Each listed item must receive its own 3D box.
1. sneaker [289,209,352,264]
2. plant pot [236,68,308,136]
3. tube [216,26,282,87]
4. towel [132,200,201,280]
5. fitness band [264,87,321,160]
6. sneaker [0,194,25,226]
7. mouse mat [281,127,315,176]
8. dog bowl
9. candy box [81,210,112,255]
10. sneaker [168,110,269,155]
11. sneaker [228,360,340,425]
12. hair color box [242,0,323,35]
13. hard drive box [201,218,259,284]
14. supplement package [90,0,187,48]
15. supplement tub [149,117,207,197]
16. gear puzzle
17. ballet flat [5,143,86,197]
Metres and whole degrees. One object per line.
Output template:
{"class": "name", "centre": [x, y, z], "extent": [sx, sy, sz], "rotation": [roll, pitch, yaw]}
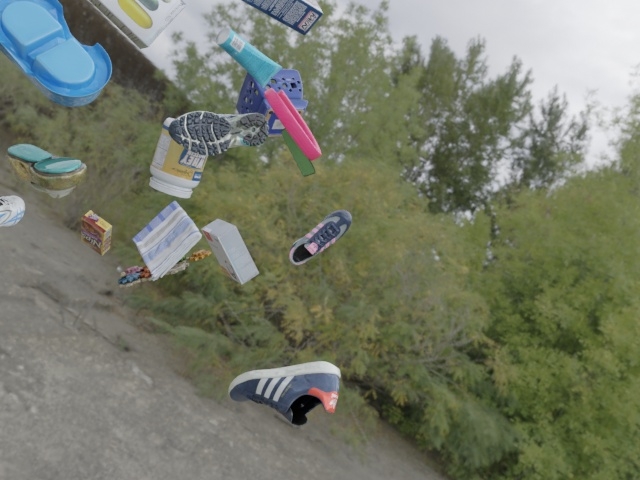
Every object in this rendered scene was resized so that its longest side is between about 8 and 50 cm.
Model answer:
{"class": "sneaker", "centre": [0.000, 0.000, 2.342], "extent": [0.112, 0.319, 0.131], "rotation": [46, 23, -12]}
{"class": "plant pot", "centre": [-0.195, -0.562, 2.381], "extent": [0.236, 0.236, 0.212], "rotation": [-6, 59, -29]}
{"class": "tube", "centre": [-0.196, -0.502, 1.564], "extent": [0.207, 0.080, 0.052], "rotation": [30, 24, -49]}
{"class": "towel", "centre": [-0.508, -0.009, 1.864], "extent": [0.034, 0.209, 0.285], "rotation": [48, -4, -40]}
{"class": "fitness band", "centre": [-0.091, -0.393, 1.919], "extent": [0.291, 0.054, 0.209], "rotation": [49, 14, -41]}
{"class": "sneaker", "centre": [-0.821, -0.078, 1.447], "extent": [0.085, 0.086, 0.237], "rotation": [32, 16, -8]}
{"class": "mouse mat", "centre": [-0.080, -0.318, 2.032], "extent": [0.189, 0.007, 0.152], "rotation": [62, -16, -10]}
{"class": "dog bowl", "centre": [-0.600, -0.421, 1.259], "extent": [0.297, 0.166, 0.074], "rotation": [46, -31, -3]}
{"class": "candy box", "centre": [-0.892, -0.027, 2.267], "extent": [0.109, 0.053, 0.186], "rotation": [36, -35, 1]}
{"class": "sneaker", "centre": [-0.276, -0.279, 1.484], "extent": [0.283, 0.110, 0.122], "rotation": [-10, 15, -43]}
{"class": "sneaker", "centre": [-0.109, 0.433, 1.554], "extent": [0.350, 0.148, 0.131], "rotation": [-18, -34, 27]}
{"class": "hair color box", "centre": [-0.166, -0.802, 1.798], "extent": [0.347, 0.105, 0.174], "rotation": [11, 47, -47]}
{"class": "hard drive box", "centre": [-0.366, 0.042, 2.303], "extent": [0.181, 0.089, 0.232], "rotation": [19, -43, 56]}
{"class": "supplement package", "centre": [-0.619, -0.802, 1.877], "extent": [0.263, 0.199, 0.198], "rotation": [43, -5, -29]}
{"class": "supplement tub", "centre": [-0.402, -0.235, 1.630], "extent": [0.144, 0.199, 0.144], "rotation": [20, 10, -4]}
{"class": "gear puzzle", "centre": [-0.561, 0.086, 2.060], "extent": [0.175, 0.339, 0.044], "rotation": [-130, -155, -73]}
{"class": "ballet flat", "centre": [-0.711, -0.171, 1.495], "extent": [0.348, 0.123, 0.123], "rotation": [19, -10, 37]}
